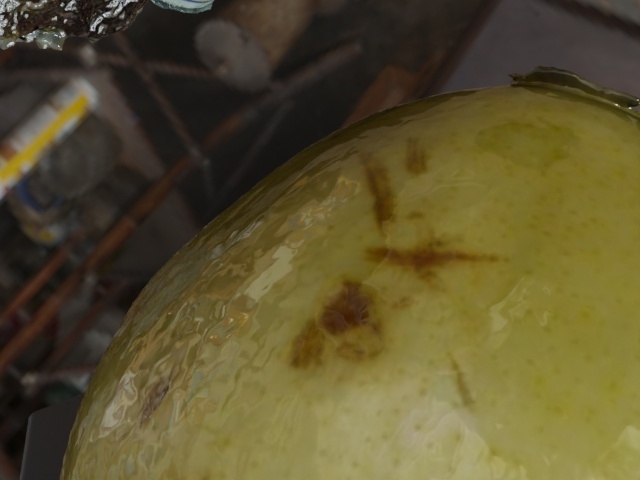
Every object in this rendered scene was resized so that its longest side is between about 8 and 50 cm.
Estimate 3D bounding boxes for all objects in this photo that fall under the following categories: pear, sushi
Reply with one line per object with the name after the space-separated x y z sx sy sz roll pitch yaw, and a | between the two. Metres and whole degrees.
0.052 0.099 0.664 0.309 0.309 0.309 24 143 20 | pear
-0.297 -0.334 2.002 0.182 0.343 0.196 -37 76 35 | sushi

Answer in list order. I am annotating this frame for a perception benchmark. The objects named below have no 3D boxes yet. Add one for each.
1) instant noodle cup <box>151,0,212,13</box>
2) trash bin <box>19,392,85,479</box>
-0.073 -0.378 1.547 0.284 0.284 0.312 44 118 -8 | instant noodle cup
-0.229 0.269 1.784 0.165 0.225 0.115 -21 125 20 | trash bin
